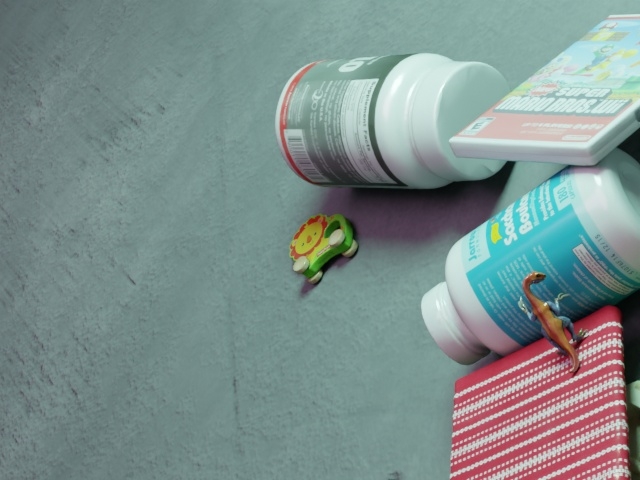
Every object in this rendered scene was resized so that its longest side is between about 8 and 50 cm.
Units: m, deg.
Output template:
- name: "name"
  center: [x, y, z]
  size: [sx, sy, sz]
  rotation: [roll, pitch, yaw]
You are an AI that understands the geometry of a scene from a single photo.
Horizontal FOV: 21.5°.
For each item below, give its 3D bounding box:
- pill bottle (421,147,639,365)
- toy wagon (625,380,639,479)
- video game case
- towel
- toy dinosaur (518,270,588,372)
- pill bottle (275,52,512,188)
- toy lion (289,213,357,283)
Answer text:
- name: "pill bottle"
  center: [0.231, 0.027, 1.744]
  size: [0.264, 0.146, 0.146]
  rotation: [-36, 42, 28]
- name: "toy wagon"
  center: [0.275, 0.223, 1.570]
  size: [0.344, 0.068, 0.267]
  rotation: [-46, 22, -7]
- name: "video game case"
  center: [0.298, -0.165, 1.781]
  size: [0.285, 0.025, 0.204]
  rotation: [-37, 26, -29]
- name: "towel"
  center: [0.209, 0.187, 1.616]
  size: [0.199, 0.031, 0.275]
  rotation: [-30, 27, 26]
- name: "toy dinosaur"
  center: [0.227, 0.071, 1.644]
  size: [0.047, 0.082, 0.090]
  rotation: [-38, 25, 7]
- name: "pill bottle"
  center: [0.090, -0.142, 2.020]
  size: [0.283, 0.161, 0.161]
  rotation: [3, 68, 50]
- name: "toy lion"
  center: [0.000, 0.000, 2.138]
  size: [0.100, 0.034, 0.096]
  rotation: [-37, 34, 27]
